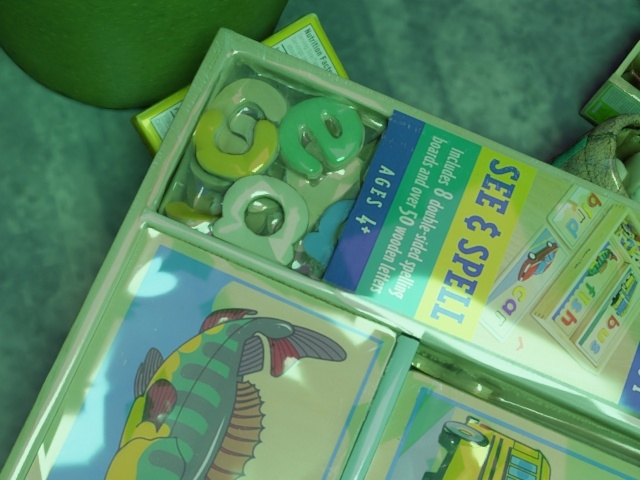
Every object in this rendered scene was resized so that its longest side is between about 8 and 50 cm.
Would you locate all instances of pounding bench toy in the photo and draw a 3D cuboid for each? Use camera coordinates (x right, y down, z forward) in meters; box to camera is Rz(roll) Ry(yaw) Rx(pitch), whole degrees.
[{"bbox_3d":[0.197,-0.094,0.654,0.052,0.083,0.065,38,74,5],"label":"pounding bench toy"}]

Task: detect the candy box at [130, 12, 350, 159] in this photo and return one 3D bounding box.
[{"bbox_3d":[0.000,0.000,0.593,0.105,0.027,0.205,-33,105,-16],"label":"candy box"}]

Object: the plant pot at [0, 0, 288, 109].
[{"bbox_3d":[-0.095,-0.192,0.558,0.276,0.254,0.276,2,72,-7],"label":"plant pot"}]

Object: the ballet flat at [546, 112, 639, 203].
[{"bbox_3d":[0.272,0.007,0.616,0.316,0.106,0.107,13,56,-4],"label":"ballet flat"}]

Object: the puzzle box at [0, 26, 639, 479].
[{"bbox_3d":[-0.001,0.141,0.480,0.272,0.052,0.408,23,76,1],"label":"puzzle box"}]
